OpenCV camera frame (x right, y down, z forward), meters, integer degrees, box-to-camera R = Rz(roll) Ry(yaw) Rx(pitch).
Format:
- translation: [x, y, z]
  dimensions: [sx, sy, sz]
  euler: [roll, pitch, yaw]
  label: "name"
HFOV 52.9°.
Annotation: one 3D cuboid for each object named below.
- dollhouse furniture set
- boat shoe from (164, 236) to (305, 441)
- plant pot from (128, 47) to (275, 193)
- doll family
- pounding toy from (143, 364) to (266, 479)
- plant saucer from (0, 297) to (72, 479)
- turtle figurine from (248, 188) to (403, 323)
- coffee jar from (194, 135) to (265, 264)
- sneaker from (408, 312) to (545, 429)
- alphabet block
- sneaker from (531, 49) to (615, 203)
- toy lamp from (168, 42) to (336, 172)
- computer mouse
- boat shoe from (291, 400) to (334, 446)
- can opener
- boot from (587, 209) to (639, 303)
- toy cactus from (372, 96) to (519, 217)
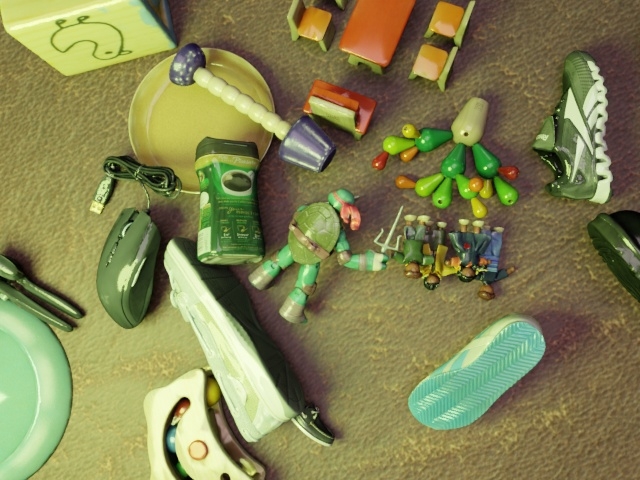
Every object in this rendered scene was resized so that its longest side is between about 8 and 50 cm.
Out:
- translation: [0.071, -0.292, 0.965]
  dimensions: [0.262, 0.135, 0.259]
  euler: [21, 86, 7]
  label: "dollhouse furniture set"
- translation: [-0.147, 0.138, 0.945]
  dimensions: [0.103, 0.118, 0.320]
  euler: [-38, 80, 13]
  label: "boat shoe"
- translation: [-0.187, -0.189, 1.029]
  dimensions: [0.236, 0.032, 0.236]
  euler: [-1, 85, 6]
  label: "plant pot"
- translation: [0.199, 0.029, 0.955]
  dimensions: [0.193, 0.076, 0.111]
  euler: [4, 80, 2]
  label: "doll family"
- translation: [-0.172, 0.318, 0.914]
  dimensions: [0.154, 0.155, 0.269]
  euler: [-8, 84, 9]
  label: "pounding toy"
- translation: [-0.552, 0.244, 1.012]
  dimensions: [0.318, 0.044, 0.317]
  euler: [0, 84, 4]
  label: "plant saucer"
- translation: [0.000, 0.000, 0.941]
  dimensions: [0.234, 0.118, 0.175]
  euler: [-51, 51, 15]
  label: "turtle figurine"
- translation: [-0.134, -0.059, 0.943]
  dimensions: [0.096, 0.079, 0.184]
  euler: [3, 77, -29]
  label: "coffee jar"
- translation: [0.228, 0.192, 0.933]
  dimensions: [0.229, 0.092, 0.087]
  euler: [-40, 84, 20]
  label: "sneaker"
- translation: [-0.357, -0.393, 0.986]
  dimensions: [0.197, 0.192, 0.193]
  euler: [-14, 81, 4]
  label: "alphabet block"
- translation: [0.368, -0.168, 0.957]
  dimensions: [0.106, 0.078, 0.234]
  euler: [-4, 86, 2]
  label: "sneaker"
- translation: [-0.099, -0.195, 0.970]
  dimensions: [0.275, 0.080, 0.080]
  euler: [36, 88, 10]
  label: "toy lamp"
- translation: [-0.317, -0.006, 0.985]
  dimensions: [0.184, 0.060, 0.262]
  euler: [26, 103, 35]
  label: "computer mouse"
- translation: [-0.025, 0.257, 0.966]
  dimensions: [0.125, 0.046, 0.038]
  euler: [38, 93, 16]
  label: "boat shoe"
- translation: [-0.462, 0.085, 1.014]
  dimensions: [0.186, 0.073, 0.059]
  euler: [38, 80, -2]
  label: "can opener"
- translation: [0.573, 0.019, 0.891]
  dimensions: [0.348, 0.131, 0.260]
  euler: [43, 96, -3]
  label: "boot"
- translation: [0.204, -0.136, 0.965]
  dimensions: [0.219, 0.112, 0.180]
  euler: [21, 77, 15]
  label: "toy cactus"
